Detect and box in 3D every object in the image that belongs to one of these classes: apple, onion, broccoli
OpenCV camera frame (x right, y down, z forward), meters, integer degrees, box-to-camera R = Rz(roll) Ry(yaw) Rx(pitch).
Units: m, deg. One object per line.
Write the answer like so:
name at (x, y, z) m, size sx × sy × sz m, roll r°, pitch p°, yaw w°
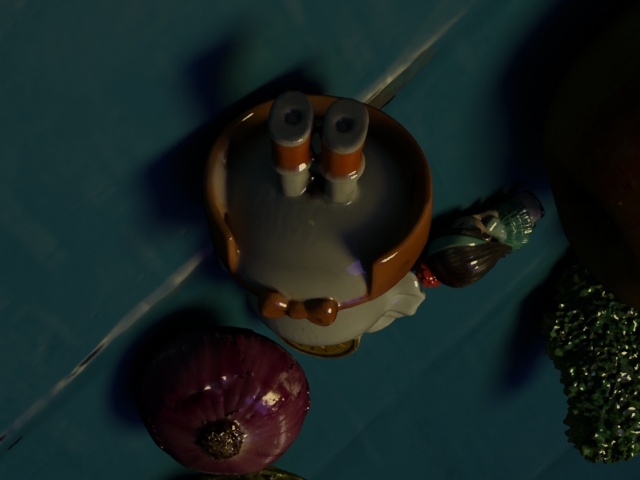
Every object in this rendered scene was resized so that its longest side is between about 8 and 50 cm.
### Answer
apple at (0.287, -0.057, 1.340) m, size 0.234 × 0.257 × 0.257 m, roll -29°, pitch 146°, yaw -16°
onion at (-0.064, 0.100, 1.273) m, size 0.104 × 0.115 × 0.115 m, roll -79°, pitch -178°, yaw -50°
broccoli at (0.265, 0.092, 1.603) m, size 0.220 × 0.194 × 0.194 m, roll -62°, pitch 154°, yaw -19°

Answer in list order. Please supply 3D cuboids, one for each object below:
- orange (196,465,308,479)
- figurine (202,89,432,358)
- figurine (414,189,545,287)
orange at (-0.047, 0.233, 1.398) m, size 0.154 × 0.154 × 0.134 m, roll -18°, pitch 98°, yaw -37°
figurine at (-0.002, 0.006, 1.189) m, size 0.143 × 0.143 × 0.271 m, roll -27°, pitch 143°, yaw -28°
figurine at (0.119, 0.000, 1.415) m, size 0.106 × 0.047 × 0.060 m, roll -30°, pitch -178°, yaw -36°
